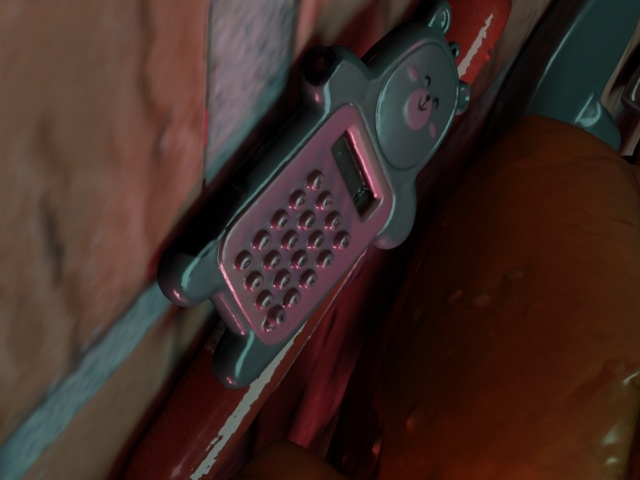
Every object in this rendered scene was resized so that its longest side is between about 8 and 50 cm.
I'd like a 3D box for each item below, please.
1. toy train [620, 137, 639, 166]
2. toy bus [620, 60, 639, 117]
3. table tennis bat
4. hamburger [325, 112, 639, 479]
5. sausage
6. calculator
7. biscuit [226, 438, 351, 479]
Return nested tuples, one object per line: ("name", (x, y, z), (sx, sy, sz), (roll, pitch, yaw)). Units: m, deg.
("toy train", (0.295, 0.040, 1.308), (0.231, 0.163, 0.369), (-130, -126, -68))
("toy bus", (0.317, -0.203, 1.101), (0.274, 0.090, 0.112), (-62, 174, 19))
("table tennis bat", (0.142, -0.081, 0.874), (0.149, 0.038, 0.237), (-59, 162, 1))
("hamburger", (0.095, 0.100, 0.724), (0.290, 0.170, 0.314), (110, -3, -48))
("sausage", (0.000, 0.000, 0.559), (0.253, 0.034, 0.034), (-57, 166, -6))
("calculator", (0.004, -0.018, 0.509), (0.141, 0.019, 0.094), (-49, 142, -20))
("biscuit", (-0.092, 0.223, 0.610), (0.351, 0.057, 0.312), (-44, 168, -47))
